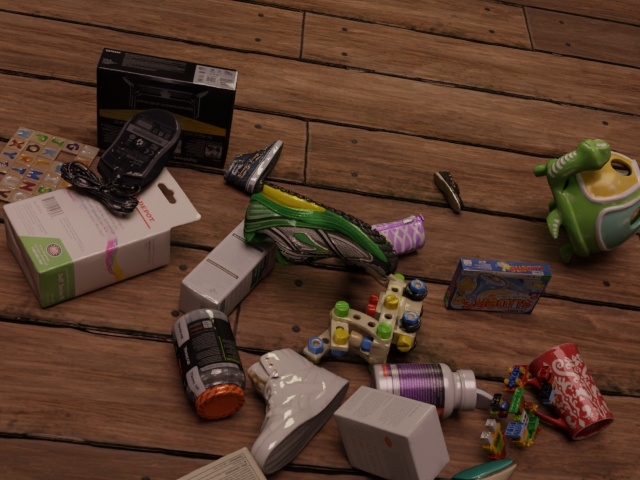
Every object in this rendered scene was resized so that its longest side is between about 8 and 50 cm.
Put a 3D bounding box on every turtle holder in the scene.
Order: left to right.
[{"bbox_3d":[0.630,-0.119,2.055,0.227,0.320,0.243,-18,25,19],"label":"turtle holder"}]

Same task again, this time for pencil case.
[{"bbox_3d":[0.142,-0.003,1.998,0.206,0.088,0.086,-15,54,-24],"label":"pencil case"}]

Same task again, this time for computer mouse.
[{"bbox_3d":[-0.401,-0.172,1.877,0.188,0.072,0.272,29,59,13],"label":"computer mouse"}]

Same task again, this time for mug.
[{"bbox_3d":[0.498,0.319,1.798,0.113,0.150,0.169,21,37,-49],"label":"mug"}]

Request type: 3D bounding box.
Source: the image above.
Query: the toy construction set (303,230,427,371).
[{"bbox_3d":[0.106,0.134,1.832,0.215,0.151,0.327,13,53,6],"label":"toy construction set"}]

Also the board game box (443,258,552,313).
[{"bbox_3d":[0.385,0.101,1.929,0.201,0.136,0.035,4,47,-10],"label":"board game box"}]

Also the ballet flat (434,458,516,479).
[{"bbox_3d":[0.251,0.463,1.610,0.248,0.086,0.086,-9,51,-19],"label":"ballet flat"}]

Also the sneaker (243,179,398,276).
[{"bbox_3d":[0.000,0.000,1.801,0.344,0.146,0.134,23,4,21],"label":"sneaker"}]

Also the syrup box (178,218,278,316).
[{"bbox_3d":[-0.187,0.068,1.846,0.096,0.093,0.237,30,48,14],"label":"syrup box"}]

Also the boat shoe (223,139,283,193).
[{"bbox_3d":[-0.158,-0.192,2.113,0.083,0.065,0.183,25,48,8],"label":"boat shoe"}]

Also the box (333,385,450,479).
[{"bbox_3d":[0.128,0.353,1.589,0.170,0.130,0.091,8,35,42],"label":"box"}]

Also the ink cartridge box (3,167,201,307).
[{"bbox_3d":[-0.450,-0.020,1.844,0.353,0.119,0.207,-20,54,-28],"label":"ink cartridge box"}]

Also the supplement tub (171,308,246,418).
[{"bbox_3d":[-0.209,0.233,1.672,0.117,0.117,0.190,-6,49,-19],"label":"supplement tub"}]

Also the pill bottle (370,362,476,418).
[{"bbox_3d":[0.198,0.292,1.709,0.194,0.108,0.108,-1,48,-3],"label":"pill bottle"}]

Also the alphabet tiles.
[{"bbox_3d":[-0.639,-0.160,2.004,0.198,0.009,0.237,16,46,0],"label":"alphabet tiles"}]

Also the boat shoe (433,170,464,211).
[{"bbox_3d":[0.325,-0.124,2.181,0.042,0.049,0.133,-13,47,-14],"label":"boat shoe"}]

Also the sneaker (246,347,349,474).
[{"bbox_3d":[-0.085,0.305,1.636,0.169,0.108,0.292,30,30,17],"label":"sneaker"}]

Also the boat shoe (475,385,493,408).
[{"bbox_3d":[0.287,0.296,1.785,0.142,0.049,0.040,20,46,8],"label":"boat shoe"}]

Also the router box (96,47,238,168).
[{"bbox_3d":[-0.357,-0.301,2.043,0.309,0.243,0.081,9,47,-7],"label":"router box"}]

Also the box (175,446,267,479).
[{"bbox_3d":[-0.110,0.512,1.434,0.148,0.121,0.311,-19,55,-28],"label":"box"}]

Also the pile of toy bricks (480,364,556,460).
[{"bbox_3d":[0.401,0.346,1.728,0.118,0.105,0.212,-7,35,37],"label":"pile of toy bricks"}]
